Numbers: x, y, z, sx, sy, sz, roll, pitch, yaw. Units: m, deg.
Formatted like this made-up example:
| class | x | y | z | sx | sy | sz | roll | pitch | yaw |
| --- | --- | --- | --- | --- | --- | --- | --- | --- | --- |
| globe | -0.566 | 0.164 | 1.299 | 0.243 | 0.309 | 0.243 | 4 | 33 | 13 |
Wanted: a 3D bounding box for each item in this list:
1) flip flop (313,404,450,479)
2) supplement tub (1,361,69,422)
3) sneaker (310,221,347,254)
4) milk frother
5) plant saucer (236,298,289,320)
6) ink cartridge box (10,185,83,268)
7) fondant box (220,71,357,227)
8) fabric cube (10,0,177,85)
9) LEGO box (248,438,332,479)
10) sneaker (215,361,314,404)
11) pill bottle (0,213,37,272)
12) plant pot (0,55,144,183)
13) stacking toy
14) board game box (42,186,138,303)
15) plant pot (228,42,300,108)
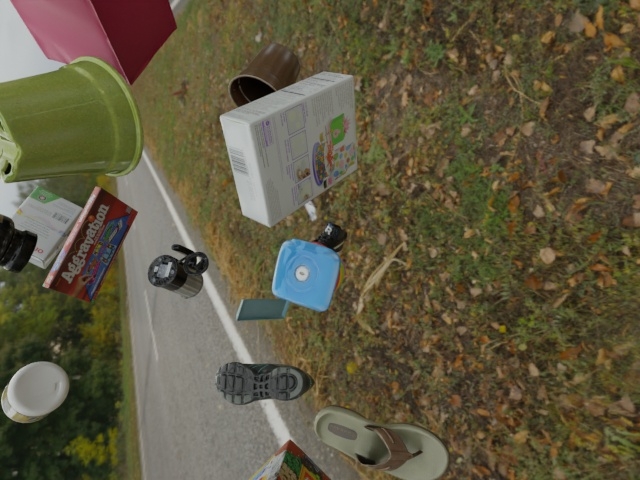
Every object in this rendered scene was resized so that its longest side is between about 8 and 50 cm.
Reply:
| class | x | y | z | sx | sy | sz | roll | pitch | yaw |
| --- | --- | --- | --- | --- | --- | --- | --- | --- | --- |
| flip flop | 0.114 | 0.409 | 0.862 | 0.080 | 0.276 | 0.112 | 11 | -86 | -76 |
| supplement tub | -0.819 | 0.438 | 1.236 | 0.199 | 0.144 | 0.145 | -34 | 54 | 42 |
| sneaker | 0.000 | 0.000 | 1.423 | 0.079 | 0.216 | 0.121 | 36 | 125 | 31 |
| milk frother | -0.340 | 0.088 | 1.120 | 0.143 | 0.135 | 0.129 | 23 | 79 | 22 |
| plant saucer | -0.165 | 0.199 | 1.261 | 0.018 | 0.192 | 0.067 | 27 | 101 | 39 |
| ink cartridge box | -0.892 | -0.041 | 1.381 | 0.093 | 0.154 | 0.213 | -41 | 25 | 53 |
| fondant box | -0.050 | -0.216 | 0.983 | 0.096 | 0.330 | 0.239 | 24 | 136 | 35 |
| fabric cube | -0.561 | -0.599 | 1.077 | 0.254 | 0.258 | 0.259 | 93 | -162 | -62 |
| LEGO box | -0.204 | 0.785 | 1.008 | 0.500 | 0.193 | 0.372 | -46 | -2 | 5 |
| sneaker | -0.140 | 0.356 | 1.075 | 0.267 | 0.106 | 0.101 | -3 | 76 | 24 |
| pill bottle | -0.712 | -0.013 | 0.873 | 0.122 | 0.219 | 0.123 | -21 | 55 | 34 |
| plant pot | -0.574 | -0.240 | 0.915 | 0.275 | 0.254 | 0.276 | 13 | 117 | 26 |
| stacking toy | 0.012 | 0.092 | 1.222 | 0.175 | 0.301 | 0.166 | 15 | 92 | 23 |
| board game box | -0.603 | 0.014 | 1.151 | 0.027 | 0.145 | 0.282 | 11 | 71 | 24 |
| plant pot | -0.142 | -0.439 | 1.191 | 0.167 | 0.166 | 0.165 | -31 | 33 | 57 |
